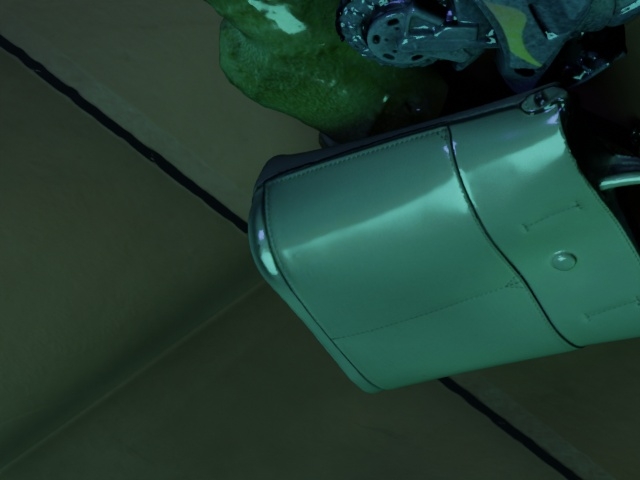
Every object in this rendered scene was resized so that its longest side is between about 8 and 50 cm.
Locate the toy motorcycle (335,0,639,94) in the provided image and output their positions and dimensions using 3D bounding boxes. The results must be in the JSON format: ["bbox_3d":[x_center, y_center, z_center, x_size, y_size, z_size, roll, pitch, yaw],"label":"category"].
[{"bbox_3d":[0.146,-0.180,1.065,0.173,0.108,0.307,22,138,-26],"label":"toy motorcycle"}]

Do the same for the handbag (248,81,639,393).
[{"bbox_3d":[0.129,-0.007,1.188,0.315,0.109,0.241,-15,137,25],"label":"handbag"}]

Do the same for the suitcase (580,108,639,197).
[{"bbox_3d":[0.159,-0.037,1.240,0.086,0.059,0.126,25,138,-2],"label":"suitcase"}]

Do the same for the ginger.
[{"bbox_3d":[-0.038,-0.150,1.186,0.290,0.089,0.137,44,161,-31],"label":"ginger"}]
